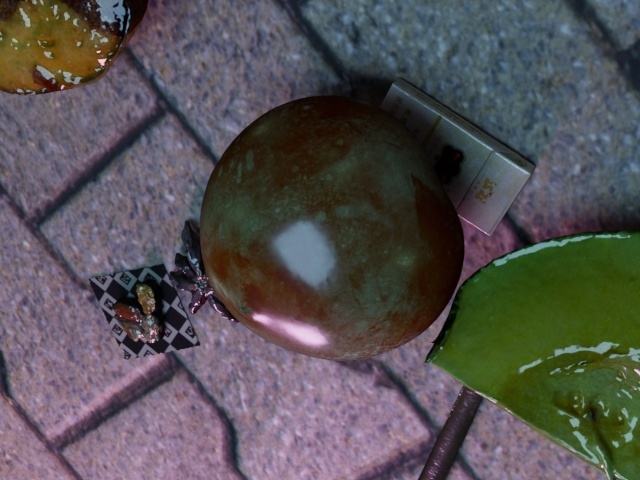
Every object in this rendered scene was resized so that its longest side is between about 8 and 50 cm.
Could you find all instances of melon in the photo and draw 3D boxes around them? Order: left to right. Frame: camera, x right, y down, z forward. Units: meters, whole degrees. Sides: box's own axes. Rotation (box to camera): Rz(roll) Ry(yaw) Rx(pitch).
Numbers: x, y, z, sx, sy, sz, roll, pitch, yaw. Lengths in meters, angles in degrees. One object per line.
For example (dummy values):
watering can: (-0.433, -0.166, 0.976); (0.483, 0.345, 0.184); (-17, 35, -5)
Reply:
melon: (0.292, 0.131, 1.270); (0.343, 0.226, 0.331); (32, 139, 25)

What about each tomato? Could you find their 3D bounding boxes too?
tomato: (0.000, 0.000, 1.307); (0.270, 0.222, 0.270); (37, 146, 30)

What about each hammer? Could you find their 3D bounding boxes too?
hammer: (0.152, 0.217, 1.496); (0.125, 0.027, 0.297); (26, 126, 12)

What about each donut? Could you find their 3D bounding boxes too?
donut: (-0.241, -0.276, 1.379); (0.151, 0.112, 0.295); (28, 126, 7)

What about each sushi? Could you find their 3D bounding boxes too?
sushi: (-0.225, 0.096, 1.624); (0.126, 0.026, 0.120); (-12, 111, 32)

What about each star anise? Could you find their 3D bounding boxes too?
star anise: (-0.123, 0.044, 1.534); (0.141, 0.042, 0.141); (13, 123, 20)

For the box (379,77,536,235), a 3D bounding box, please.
box: (0.127, -0.085, 1.344); (0.167, 0.024, 0.090); (34, 127, 8)
